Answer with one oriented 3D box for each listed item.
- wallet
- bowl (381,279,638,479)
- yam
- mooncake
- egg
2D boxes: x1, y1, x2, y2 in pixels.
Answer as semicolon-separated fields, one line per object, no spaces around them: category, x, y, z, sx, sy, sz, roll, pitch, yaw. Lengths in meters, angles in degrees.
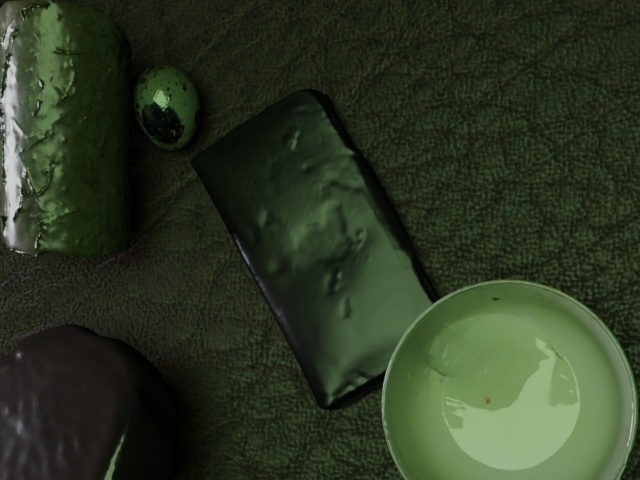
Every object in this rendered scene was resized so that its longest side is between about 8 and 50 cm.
wallet;0.000;0.000;1.628;0.197;0.051;0.378;-32;76;10
bowl;0.214;0.187;1.499;0.277;0.145;0.277;-2;82;12
yam;-0.310;-0.135;1.641;0.168;0.168;0.304;2;95;14
mooncake;-0.294;0.247;1.585;0.283;0.141;0.283;-15;56;24
egg;-0.191;-0.166;1.681;0.085;0.085;0.110;-9;86;13
